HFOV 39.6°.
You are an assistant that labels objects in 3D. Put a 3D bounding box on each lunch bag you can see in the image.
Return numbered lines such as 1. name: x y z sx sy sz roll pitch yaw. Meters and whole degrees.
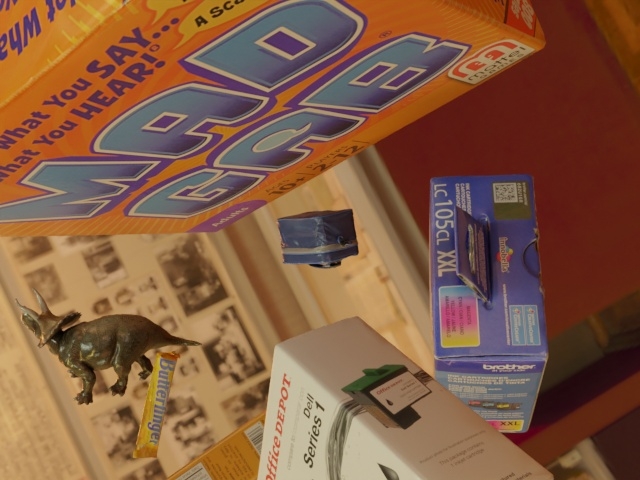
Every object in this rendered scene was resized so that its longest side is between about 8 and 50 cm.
1. lunch bag: 0.000 0.000 1.049 0.098 0.067 0.065 -1 100 48

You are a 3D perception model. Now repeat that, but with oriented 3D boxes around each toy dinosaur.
1. toy dinosaur: -0.358 0.182 1.517 0.121 0.313 0.160 -102 17 -57

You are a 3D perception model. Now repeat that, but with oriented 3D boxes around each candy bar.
1. candy bar: -0.230 0.229 1.251 0.018 0.040 0.162 20 98 48

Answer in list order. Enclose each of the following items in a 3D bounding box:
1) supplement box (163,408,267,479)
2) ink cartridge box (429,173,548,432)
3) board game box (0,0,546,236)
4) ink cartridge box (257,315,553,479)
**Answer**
1. supplement box: -0.140 0.329 1.270 0.080 0.233 0.078 57 167 9
2. ink cartridge box: 0.229 0.087 1.255 0.395 0.151 0.270 78 -167 -62
3. board game box: -0.123 -0.233 0.632 0.356 0.356 0.356 -27 76 32
4. ink cartridge box: 0.051 0.185 0.686 0.219 0.092 0.160 36 129 40
